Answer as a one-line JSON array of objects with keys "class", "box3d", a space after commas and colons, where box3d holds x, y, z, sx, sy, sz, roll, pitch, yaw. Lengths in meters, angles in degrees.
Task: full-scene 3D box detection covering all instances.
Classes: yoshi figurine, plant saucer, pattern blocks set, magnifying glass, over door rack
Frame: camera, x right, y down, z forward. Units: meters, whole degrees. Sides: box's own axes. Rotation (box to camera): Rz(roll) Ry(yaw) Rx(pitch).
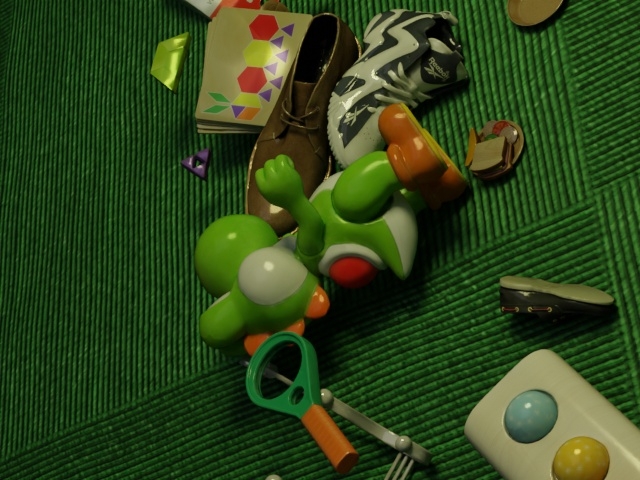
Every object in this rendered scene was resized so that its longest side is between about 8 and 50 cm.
[{"class": "yoshi figurine", "box3d": [-0.017, -0.022, 1.749, 0.362, 0.203, 0.203, -40, 17, 7]}, {"class": "plant saucer", "box3d": [0.269, -0.297, 1.805, 0.083, 0.015, 0.083, -21, 53, 31]}, {"class": "pattern blocks set", "box3d": [-0.091, -0.225, 1.987, 0.285, 0.026, 0.325, 16, 77, 17]}, {"class": "magnifying glass", "box3d": [-0.018, 0.177, 1.602, 0.092, 0.026, 0.231, -50, 35, 6]}, {"class": "over door rack", "box3d": [-0.054, 0.274, 1.665, 0.324, 0.108, 0.239, 23, 80, 47]}]

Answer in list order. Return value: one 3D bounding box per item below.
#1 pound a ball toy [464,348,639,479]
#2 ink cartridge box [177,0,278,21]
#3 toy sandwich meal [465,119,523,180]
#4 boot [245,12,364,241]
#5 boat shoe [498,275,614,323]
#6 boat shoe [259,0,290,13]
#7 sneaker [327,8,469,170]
[{"class": "pound a ball toy", "box3d": [0.247, 0.269, 1.369, 0.208, 0.136, 0.319, -45, 43, 1]}, {"class": "ink cartridge box", "box3d": [-0.129, -0.420, 2.204, 0.189, 0.066, 0.232, -54, 39, 0]}, {"class": "toy sandwich meal", "box3d": [0.202, -0.110, 1.736, 0.085, 0.029, 0.086, -21, 52, 30]}, {"class": "boot", "box3d": [-0.032, -0.148, 1.874, 0.112, 0.115, 0.305, 16, 78, 13]}, {"class": "boat shoe", "box3d": [0.253, 0.067, 1.576, 0.133, 0.049, 0.042, 7, 102, 34]}, {"class": "boat shoe", "box3d": [-0.074, -0.248, 2.049, 0.059, 0.063, 0.170, -27, 54, 57]}, {"class": "sneaker", "box3d": [0.106, -0.192, 1.823, 0.153, 0.094, 0.235, -5, 51, 49]}]
